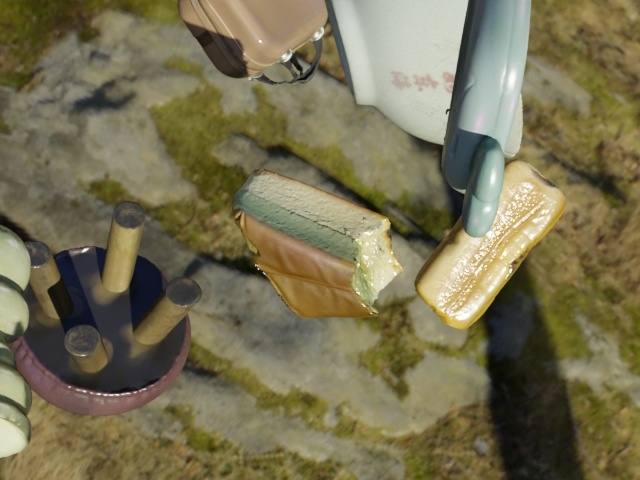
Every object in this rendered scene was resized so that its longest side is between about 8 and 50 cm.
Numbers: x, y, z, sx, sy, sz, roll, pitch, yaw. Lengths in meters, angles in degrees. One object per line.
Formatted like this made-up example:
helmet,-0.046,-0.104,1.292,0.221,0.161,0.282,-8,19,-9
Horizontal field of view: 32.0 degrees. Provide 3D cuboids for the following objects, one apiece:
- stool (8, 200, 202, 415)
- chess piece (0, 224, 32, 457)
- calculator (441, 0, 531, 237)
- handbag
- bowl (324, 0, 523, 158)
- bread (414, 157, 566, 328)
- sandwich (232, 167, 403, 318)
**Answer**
stool,-0.310,0.096,1.601,0.272,0.178,0.272,8,55,-11
chess piece,-0.375,0.096,1.208,0.145,0.144,0.251,10,54,-19
calculator,0.124,-0.143,0.825,0.041,0.185,0.298,9,62,2
handbag,-0.106,-0.421,2.142,0.283,0.149,0.302,56,37,-9
bowl,0.118,-0.297,1.527,0.196,0.434,0.434,-17,62,0
bread,0.286,0.004,1.920,0.142,0.305,0.091,38,5,-4
sandwich,0.000,0.000,1.556,0.220,0.186,0.108,55,51,-25
